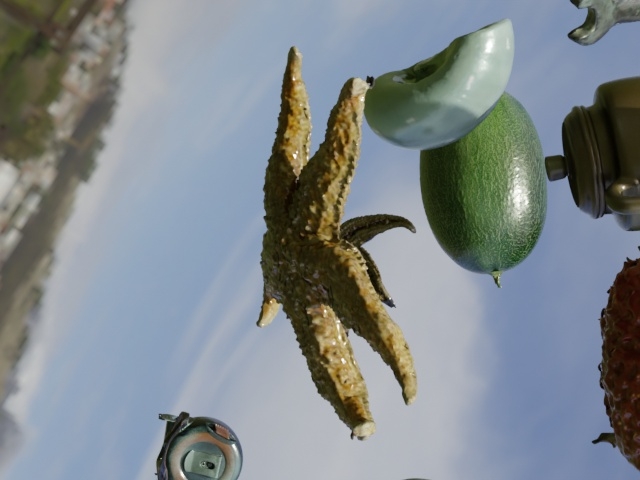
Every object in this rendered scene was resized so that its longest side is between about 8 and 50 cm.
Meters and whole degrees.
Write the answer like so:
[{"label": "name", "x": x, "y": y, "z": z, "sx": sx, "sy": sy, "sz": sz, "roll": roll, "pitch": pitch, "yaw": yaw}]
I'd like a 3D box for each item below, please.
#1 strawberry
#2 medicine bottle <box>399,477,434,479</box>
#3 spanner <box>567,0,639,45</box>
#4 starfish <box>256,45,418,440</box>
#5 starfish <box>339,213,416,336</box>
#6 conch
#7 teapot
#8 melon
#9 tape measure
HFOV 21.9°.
[{"label": "strawberry", "x": 0.510, "y": 0.187, "z": 2.416, "sx": 0.343, "sy": 0.292, "sz": 0.292, "roll": -60, "pitch": -166, "yaw": -13}, {"label": "medicine bottle", "x": 0.110, "y": 0.410, "z": 2.019, "sx": 0.135, "sy": 0.135, "sz": 0.215, "roll": -42, "pitch": -160, "yaw": 46}, {"label": "spanner", "x": 0.312, "y": -0.204, "z": 1.425, "sx": 0.015, "sy": 0.255, "sz": 0.054, "roll": 43, "pitch": -46, "yaw": 44}, {"label": "starfish", "x": -0.004, "y": 0.000, "z": 1.319, "sx": 0.299, "sy": 0.060, "sz": 0.302, "roll": -156, "pitch": -118, "yaw": -66}, {"label": "starfish", "x": 0.018, "y": 0.015, "z": 2.201, "sx": 0.213, "sy": 0.238, "sz": 0.057, "roll": -42, "pitch": 158, "yaw": 11}, {"label": "conch", "x": 0.158, "y": -0.195, "z": 2.070, "sx": 0.221, "sy": 0.121, "sz": 0.185, "roll": -28, "pitch": -150, "yaw": 31}, {"label": "teapot", "x": 0.359, "y": -0.094, "z": 1.984, "sx": 0.175, "sy": 0.185, "sz": 0.267, "roll": -12, "pitch": -155, "yaw": 3}, {"label": "melon", "x": 0.231, "y": -0.075, "z": 2.334, "sx": 0.182, "sy": 0.182, "sz": 0.287, "roll": 156, "pitch": -68, "yaw": -66}, {"label": "tape measure", "x": -0.138, "y": 0.253, "z": 1.903, "sx": 0.180, "sy": 0.107, "sz": 0.104, "roll": 137, "pitch": -40, "yaw": -80}]
